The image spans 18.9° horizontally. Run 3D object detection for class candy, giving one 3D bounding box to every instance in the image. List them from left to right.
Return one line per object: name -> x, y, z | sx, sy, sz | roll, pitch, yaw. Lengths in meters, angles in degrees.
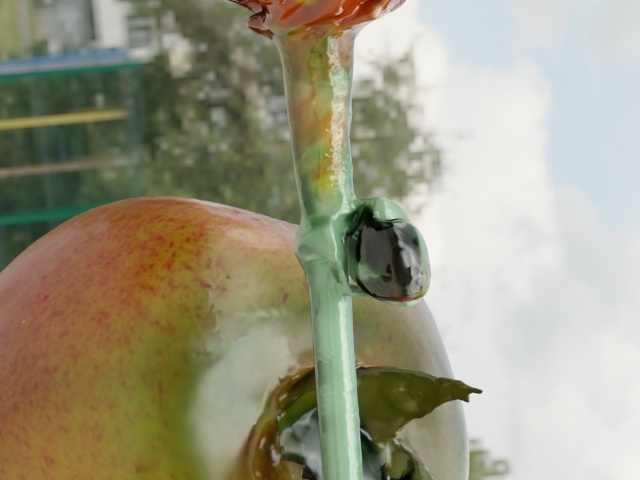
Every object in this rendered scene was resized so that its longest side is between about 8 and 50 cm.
candy -> -0.001, 0.000, 0.515 | 0.078, 0.084, 0.288 | 1, -86, 56

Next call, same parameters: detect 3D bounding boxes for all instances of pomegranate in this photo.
pomegranate -> -0.040, 0.087, 0.783 | 0.256, 0.221, 0.221 | -9, -93, 59
